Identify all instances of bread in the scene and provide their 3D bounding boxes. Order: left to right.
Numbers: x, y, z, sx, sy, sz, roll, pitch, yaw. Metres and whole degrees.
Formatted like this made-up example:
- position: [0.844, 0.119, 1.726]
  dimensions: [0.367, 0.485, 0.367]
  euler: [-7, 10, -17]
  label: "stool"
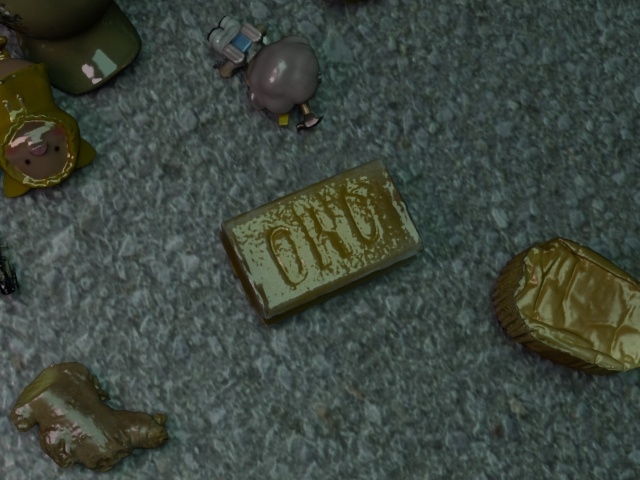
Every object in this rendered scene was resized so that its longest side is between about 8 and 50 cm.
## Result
- position: [0.393, 0.105, 1.754]
  dimensions: [0.250, 0.133, 0.179]
  euler: [22, 72, -2]
  label: "bread"

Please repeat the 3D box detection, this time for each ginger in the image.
- position: [-0.330, 0.264, 1.620]
  dimensions: [0.213, 0.074, 0.137]
  euler: [33, 71, -6]
  label: "ginger"

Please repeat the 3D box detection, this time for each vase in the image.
- position: [-0.433, -0.417, 1.715]
  dimensions: [0.329, 0.302, 0.241]
  euler: [37, 71, 21]
  label: "vase"

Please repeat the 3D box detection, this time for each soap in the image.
- position: [0.000, 0.000, 1.743]
  dimensions: [0.274, 0.089, 0.173]
  euler: [-24, 80, -14]
  label: "soap"

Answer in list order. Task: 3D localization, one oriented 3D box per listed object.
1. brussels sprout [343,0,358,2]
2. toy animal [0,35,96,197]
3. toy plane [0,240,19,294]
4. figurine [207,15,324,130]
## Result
- position: [0.053, -0.464, 1.873]
  dimensions: [0.155, 0.117, 0.155]
  euler: [0, 70, 0]
  label: "brussels sprout"
- position: [-0.447, -0.185, 1.691]
  dimensions: [0.156, 0.156, 0.229]
  euler: [-29, 102, -16]
  label: "toy animal"
- position: [-0.468, 0.037, 1.674]
  dimensions: [0.031, 0.049, 0.120]
  euler: [-15, 60, -14]
  label: "toy plane"
- position: [-0.080, -0.278, 1.804]
  dimensions: [0.229, 0.112, 0.137]
  euler: [39, 76, 13]
  label: "figurine"
